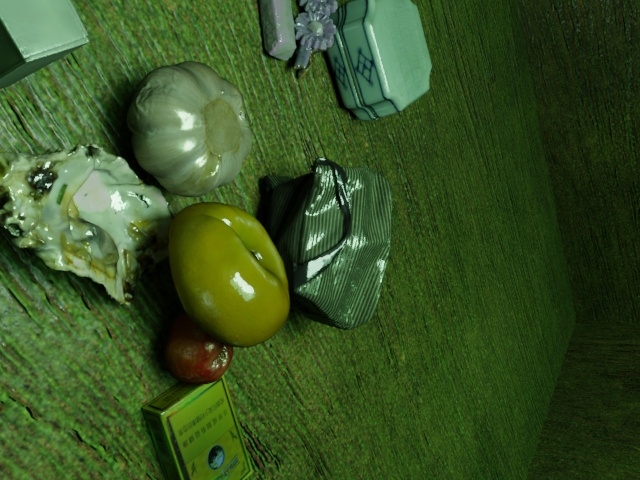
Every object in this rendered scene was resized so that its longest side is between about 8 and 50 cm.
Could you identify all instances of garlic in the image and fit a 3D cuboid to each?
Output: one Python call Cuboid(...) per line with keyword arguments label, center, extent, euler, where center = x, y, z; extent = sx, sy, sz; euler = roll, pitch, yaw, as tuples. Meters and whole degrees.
Cuboid(label="garlic", center=(-0.220, -0.181, 0.851), extent=(0.227, 0.152, 0.228), euler=(19, 67, -53))

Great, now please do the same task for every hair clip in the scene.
Cuboid(label="hair clip", center=(-0.012, -0.504, 1.179), extent=(0.106, 0.084, 0.293), euler=(11, 74, -6))

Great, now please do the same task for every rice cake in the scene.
Cuboid(label="rice cake", center=(-0.105, -0.569, 1.082), extent=(0.072, 0.056, 0.366), euler=(-17, 102, -52))

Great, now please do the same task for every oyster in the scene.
Cuboid(label="oyster", center=(-0.332, -0.037, 0.744), extent=(0.355, 0.106, 0.201), euler=(62, 39, -62))

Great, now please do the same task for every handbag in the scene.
Cuboid(label="handbag", center=(0.000, 0.000, 1.061), extent=(0.240, 0.247, 0.341), euler=(19, 77, -37))

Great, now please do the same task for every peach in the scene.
Cuboid(label="peach", center=(-0.150, 0.051, 0.846), extent=(0.251, 0.153, 0.251), euler=(50, 12, -14))

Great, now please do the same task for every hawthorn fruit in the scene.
Cuboid(label="hawthorn fruit", center=(-0.209, 0.183, 0.876), extent=(0.128, 0.128, 0.128), euler=(2, 87, -51))

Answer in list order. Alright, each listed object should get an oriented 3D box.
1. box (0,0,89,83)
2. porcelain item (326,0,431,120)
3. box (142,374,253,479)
Cuboid(label="box", center=(-0.383, -0.252, 0.593), extent=(0.086, 0.225, 0.130), euler=(-46, 123, -42))
Cuboid(label="porcelain item", center=(0.148, -0.469, 1.309), extent=(0.281, 0.157, 0.286), euler=(-44, 121, -44))
Cuboid(label="box", center=(-0.211, 0.358, 0.913), extent=(0.141, 0.064, 0.220), euler=(-28, 112, -49))
